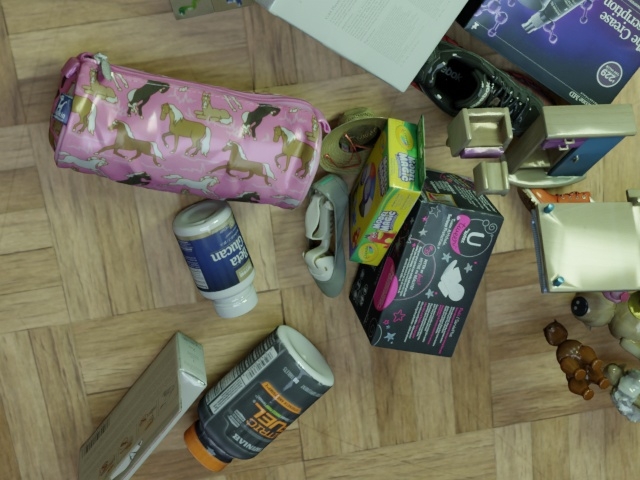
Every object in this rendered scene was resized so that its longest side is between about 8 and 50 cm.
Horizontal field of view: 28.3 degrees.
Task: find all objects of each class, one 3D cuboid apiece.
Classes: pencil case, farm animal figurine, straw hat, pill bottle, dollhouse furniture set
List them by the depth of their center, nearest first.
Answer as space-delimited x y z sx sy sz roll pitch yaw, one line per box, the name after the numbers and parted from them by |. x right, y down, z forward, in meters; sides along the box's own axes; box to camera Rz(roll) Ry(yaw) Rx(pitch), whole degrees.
-0.188 -0.152 1.805 0.386 0.160 0.167 11 157 -14 | pencil case
0.330 -0.018 1.832 0.286 0.198 0.304 -3 72 -12 | dollhouse furniture set
0.055 -0.163 1.884 0.144 0.061 0.144 -8 149 -5 | straw hat
-0.154 0.030 1.926 0.094 0.094 0.169 -20 116 0 | pill bottle
-0.106 0.260 2.021 0.245 0.130 0.130 -44 114 12 | pill bottle
0.504 0.104 2.038 0.326 0.172 0.330 29 99 -33 | farm animal figurine

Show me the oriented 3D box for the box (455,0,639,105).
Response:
0.349 -0.324 1.842 0.261 0.103 0.184 30 109 -21 | box

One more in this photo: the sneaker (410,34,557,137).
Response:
0.242 -0.212 1.857 0.276 0.135 0.098 25 107 -20 | sneaker

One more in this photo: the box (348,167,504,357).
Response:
0.158 0.029 1.938 0.142 0.163 0.247 11 113 -18 | box

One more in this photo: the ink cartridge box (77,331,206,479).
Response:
-0.276 0.304 1.953 0.060 0.239 0.275 34 105 -21 | ink cartridge box

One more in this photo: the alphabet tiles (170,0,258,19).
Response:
-0.121 -0.437 1.700 0.342 0.011 0.285 -10 132 6 | alphabet tiles

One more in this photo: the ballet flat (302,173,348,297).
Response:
0.000 0.000 1.941 0.068 0.072 0.213 -27 131 -44 | ballet flat

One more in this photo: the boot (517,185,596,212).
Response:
0.381 -0.057 2.000 0.158 0.059 0.085 37 91 -22 | boot

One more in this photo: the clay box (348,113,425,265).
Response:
0.096 -0.077 1.847 0.053 0.127 0.222 9 143 -12 | clay box

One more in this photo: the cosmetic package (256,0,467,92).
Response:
0.108 -0.420 1.689 0.284 0.097 0.377 24 106 -46 | cosmetic package
